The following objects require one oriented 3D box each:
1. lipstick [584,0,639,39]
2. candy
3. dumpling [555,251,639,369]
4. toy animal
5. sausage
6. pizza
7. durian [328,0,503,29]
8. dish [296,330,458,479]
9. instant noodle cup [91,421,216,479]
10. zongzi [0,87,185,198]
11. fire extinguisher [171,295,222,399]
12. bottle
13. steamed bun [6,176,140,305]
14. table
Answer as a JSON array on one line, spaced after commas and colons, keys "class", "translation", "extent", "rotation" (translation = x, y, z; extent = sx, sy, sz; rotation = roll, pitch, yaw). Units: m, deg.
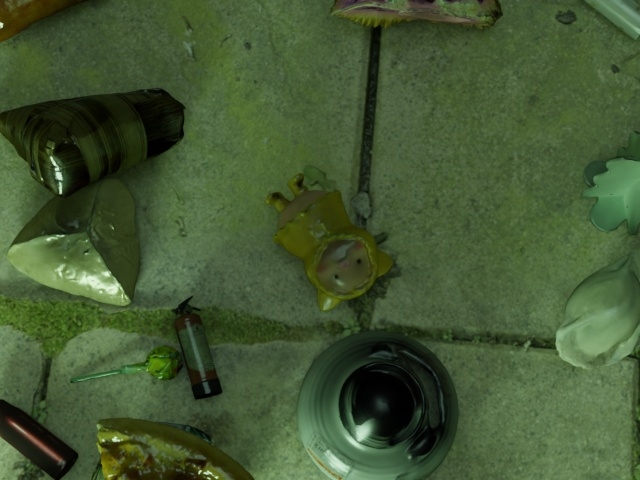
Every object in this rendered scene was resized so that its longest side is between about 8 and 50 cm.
[{"class": "lipstick", "translation": [0.509, -0.477, 2.003], "extent": [0.264, 0.059, 0.059], "rotation": [41, 77, 9]}, {"class": "candy", "translation": [-0.326, 0.218, 1.787], "extent": [0.194, 0.058, 0.062], "rotation": [-12, 34, 3]}, {"class": "dumpling", "translation": [0.494, 0.130, 1.805], "extent": [0.229, 0.124, 0.151], "rotation": [-44, 110, -8]}, {"class": "toy animal", "translation": [0.004, -0.003, 1.817], "extent": [0.156, 0.156, 0.229], "rotation": [-35, 89, -11]}, {"class": "sausage", "translation": [-0.513, -0.446, 1.938], "extent": [0.271, 0.109, 0.108], "rotation": [-27, 77, -6]}, {"class": "pizza", "translation": [-0.186, 0.372, 1.544], "extent": [0.258, 0.087, 0.268], "rotation": [-8, 73, -8]}, {"class": "durian", "translation": [0.166, -0.463, 1.967], "extent": [0.342, 0.112, 0.191], "rotation": [-1, 59, -14]}, {"class": "dish", "translation": [0.100, 0.271, 1.739], "extent": [0.274, 0.134, 0.273], "rotation": [1, 74, -3]}, {"class": "instant noodle cup", "translation": [-0.235, 0.406, 1.663], "extent": [0.240, 0.178, 0.240], "rotation": [1, 74, -2]}, {"class": "zongzi", "translation": [-0.413, -0.204, 1.874], "extent": [0.286, 0.134, 0.288], "rotation": [-23, 34, -32]}, {"class": "fire extinguisher", "translation": [-0.210, 0.177, 1.798], "extent": [0.062, 0.050, 0.177], "rotation": [-2, 69, -46]}, {"class": "bottle", "translation": [-0.477, 0.322, 1.741], "extent": [0.164, 0.060, 0.060], "rotation": [35, 76, 8]}, {"class": "steamed bun", "translation": [-0.404, -0.017, 1.816], "extent": [0.231, 0.110, 0.212], "rotation": [16, 74, 0]}, {"class": "table", "translation": [0.550, -0.110, 1.827], "extent": [0.167, 0.198, 0.166], "rotation": [1, 74, -2]}]
